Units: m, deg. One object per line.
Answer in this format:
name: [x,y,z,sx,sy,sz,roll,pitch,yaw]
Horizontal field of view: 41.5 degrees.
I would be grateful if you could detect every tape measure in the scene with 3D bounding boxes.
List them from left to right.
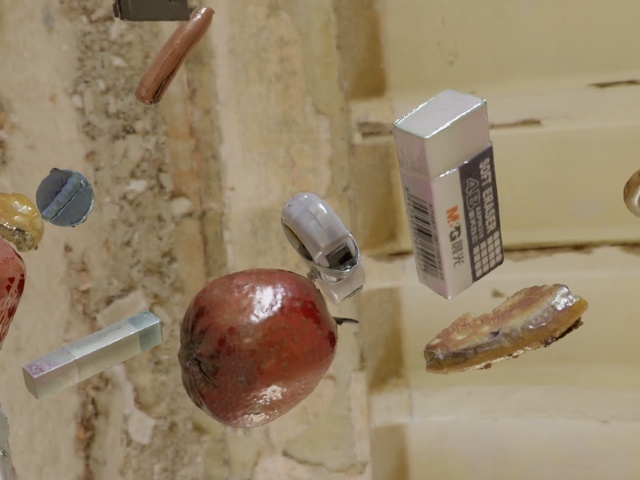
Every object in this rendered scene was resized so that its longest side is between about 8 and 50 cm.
tape measure: [0.000,0.000,1.683,0.236,0.120,0.197,54,-9,12]

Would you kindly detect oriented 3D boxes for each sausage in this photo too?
sausage: [-0.209,-0.270,1.220,0.176,0.040,0.047,-59,168,-12]

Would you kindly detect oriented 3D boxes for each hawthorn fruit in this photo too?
hawthorn fruit: [-0.071,0.165,1.350,0.254,0.300,0.254,176,-90,-67]

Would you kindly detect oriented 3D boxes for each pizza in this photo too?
pizza: [-0.582,-0.034,1.540,0.182,0.161,0.062,44,-67,44]
pizza: [0.320,0.164,1.467,0.085,0.305,0.161,58,21,-13]

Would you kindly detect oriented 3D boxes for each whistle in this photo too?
whistle: [-0.292,-0.044,0.968,0.304,0.062,0.062,-177,-98,-74]

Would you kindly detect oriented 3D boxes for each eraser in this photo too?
eraser: [0.193,-0.065,1.249,0.086,0.130,0.287,28,-37,45]

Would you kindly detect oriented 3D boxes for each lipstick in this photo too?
lipstick: [-0.507,0.255,1.903,0.066,0.317,0.068,28,-50,39]

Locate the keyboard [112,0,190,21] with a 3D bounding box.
keyboard: [-0.191,-0.377,0.837,0.106,0.027,0.317,-20,105,-53]

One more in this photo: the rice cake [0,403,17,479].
rice cake: [-0.333,0.232,0.866,0.290,0.081,0.051,98,9,-45]

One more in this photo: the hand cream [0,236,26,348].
hand cream: [-0.245,0.034,0.387,0.193,0.193,0.125,-45,159,-85]

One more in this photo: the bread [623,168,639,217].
bread: [0.408,-0.077,0.794,0.134,0.225,0.081,127,-49,-79]
